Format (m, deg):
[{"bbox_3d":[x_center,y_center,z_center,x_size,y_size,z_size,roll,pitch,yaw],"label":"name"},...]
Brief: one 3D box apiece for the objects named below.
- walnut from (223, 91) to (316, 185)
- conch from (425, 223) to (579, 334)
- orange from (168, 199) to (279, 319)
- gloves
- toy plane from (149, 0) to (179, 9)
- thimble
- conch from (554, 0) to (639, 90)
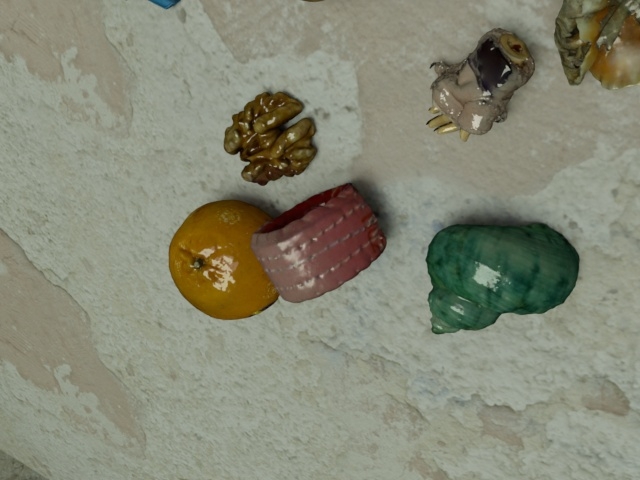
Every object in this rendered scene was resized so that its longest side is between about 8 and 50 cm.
[{"bbox_3d":[-0.087,-0.156,0.924,0.170,0.069,0.143,-29,99,37],"label":"walnut"},{"bbox_3d":[0.236,0.058,0.810,0.196,0.134,0.202,45,130,2],"label":"conch"},{"bbox_3d":[-0.162,0.036,1.016,0.219,0.193,0.220,17,116,39],"label":"orange"},{"bbox_3d":[0.199,-0.191,0.708,0.144,0.094,0.111,-14,102,58],"label":"gloves"},{"bbox_3d":[-0.338,-0.454,0.878,0.271,0.105,0.254,-16,123,33],"label":"toy plane"},{"bbox_3d":[-0.006,0.002,0.898,0.125,0.189,0.163,62,173,-14],"label":"thimble"},{"bbox_3d":[0.321,-0.280,0.543,0.210,0.159,0.291,16,164,12],"label":"conch"}]
